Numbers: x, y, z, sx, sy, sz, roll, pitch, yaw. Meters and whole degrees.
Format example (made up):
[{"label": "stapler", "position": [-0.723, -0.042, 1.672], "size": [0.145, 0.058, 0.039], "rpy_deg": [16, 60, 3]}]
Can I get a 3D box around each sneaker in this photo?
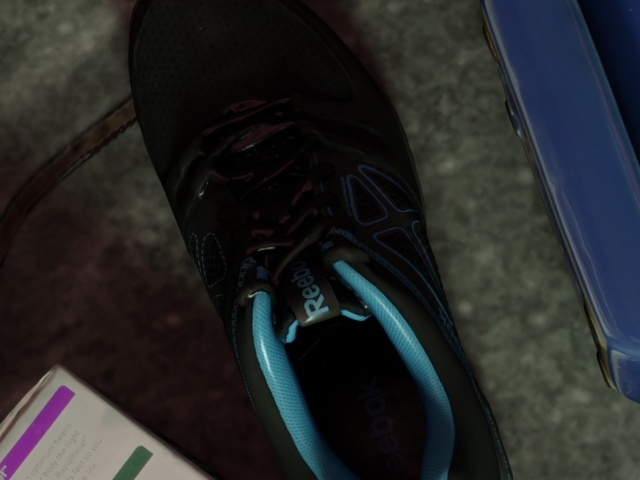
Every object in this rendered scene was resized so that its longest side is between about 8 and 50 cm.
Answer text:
[{"label": "sneaker", "position": [0.000, 0.000, 0.860], "size": [0.125, 0.139, 0.340], "rpy_deg": [-27, 74, 1]}]

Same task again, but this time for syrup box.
[{"label": "syrup box", "position": [-0.052, 0.166, 0.848], "size": [0.237, 0.093, 0.096], "rpy_deg": [37, 83, 12]}]

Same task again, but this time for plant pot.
[{"label": "plant pot", "position": [0.201, -0.048, 0.810], "size": [0.212, 0.236, 0.236], "rpy_deg": [-19, 76, 6]}]
